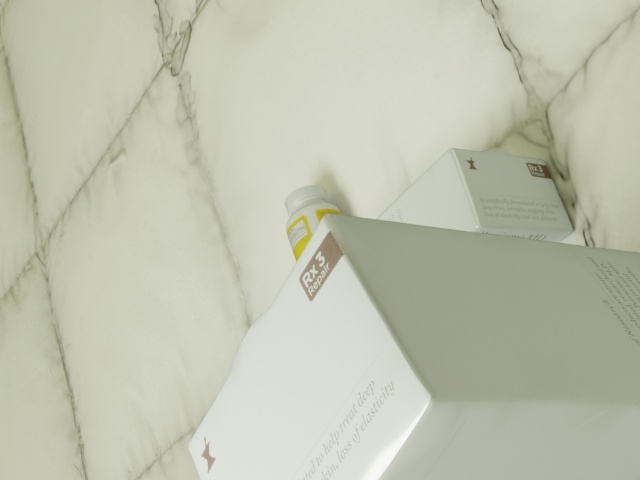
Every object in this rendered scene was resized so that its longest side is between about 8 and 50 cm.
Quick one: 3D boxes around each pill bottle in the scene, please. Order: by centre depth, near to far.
[{"bbox_3d":[0.000,0.000,1.250,0.065,0.065,0.116,-48,50,41],"label":"pill bottle"}]

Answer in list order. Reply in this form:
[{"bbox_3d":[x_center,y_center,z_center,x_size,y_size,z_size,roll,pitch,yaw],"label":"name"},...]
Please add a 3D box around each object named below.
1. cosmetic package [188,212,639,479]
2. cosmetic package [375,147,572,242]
[{"bbox_3d":[0.134,0.122,0.779,0.217,0.385,0.156,-61,43,32],"label":"cosmetic package"},{"bbox_3d":[0.105,0.016,1.061,0.231,0.117,0.085,-44,53,45],"label":"cosmetic package"}]
